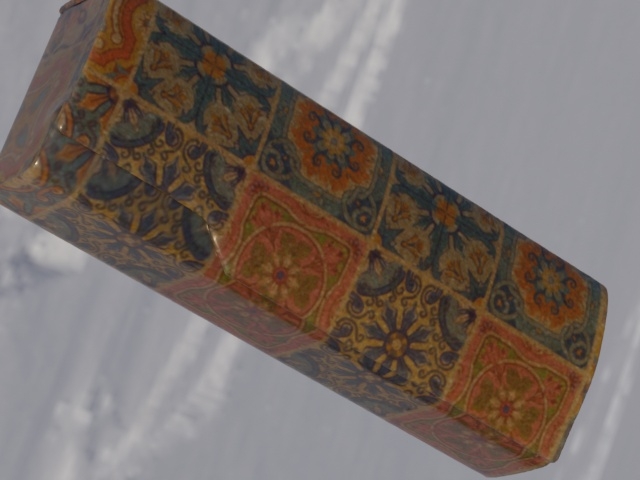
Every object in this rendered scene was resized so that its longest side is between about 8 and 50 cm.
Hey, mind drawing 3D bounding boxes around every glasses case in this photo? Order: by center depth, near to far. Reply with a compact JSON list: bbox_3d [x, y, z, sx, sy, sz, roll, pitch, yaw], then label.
[{"bbox_3d":[0.000,0.000,0.646,0.049,0.218,0.075,-20,-135,53],"label":"glasses case"}]
